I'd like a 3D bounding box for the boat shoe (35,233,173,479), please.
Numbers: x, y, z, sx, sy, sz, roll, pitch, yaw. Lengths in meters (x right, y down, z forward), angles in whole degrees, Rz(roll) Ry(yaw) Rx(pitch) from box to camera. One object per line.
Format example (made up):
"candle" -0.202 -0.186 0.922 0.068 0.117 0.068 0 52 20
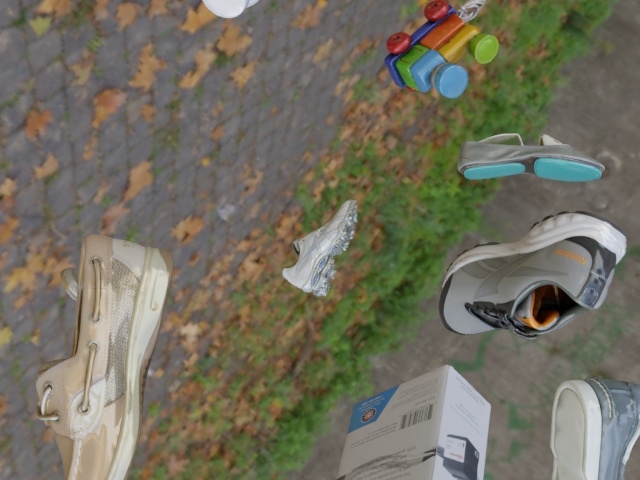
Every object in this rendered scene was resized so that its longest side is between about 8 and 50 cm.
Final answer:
"boat shoe" -0.245 0.161 0.968 0.122 0.110 0.340 141 -39 -61

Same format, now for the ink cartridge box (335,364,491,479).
"ink cartridge box" 0.144 0.385 1.507 0.223 0.129 0.307 -30 -153 35

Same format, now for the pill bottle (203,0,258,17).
"pill bottle" -0.136 -0.463 1.582 0.108 0.108 0.180 111 2 -47

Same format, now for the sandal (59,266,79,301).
"sandal" -0.287 0.072 1.298 0.049 0.072 0.180 -43 144 11

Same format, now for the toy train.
"toy train" 0.238 -0.334 1.512 0.248 0.143 0.105 -42 132 -9

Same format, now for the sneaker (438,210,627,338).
"sneaker" 0.211 0.059 1.007 0.271 0.100 0.108 -36 -153 56

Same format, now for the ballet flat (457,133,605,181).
"ballet flat" 0.311 -0.128 1.372 0.072 0.213 0.068 63 30 -65

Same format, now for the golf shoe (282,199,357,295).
"golf shoe" 0.000 0.000 1.475 0.069 0.086 0.176 79 35 -58

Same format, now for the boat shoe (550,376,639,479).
"boat shoe" 0.335 0.311 1.113 0.116 0.099 0.319 -131 -143 -66
